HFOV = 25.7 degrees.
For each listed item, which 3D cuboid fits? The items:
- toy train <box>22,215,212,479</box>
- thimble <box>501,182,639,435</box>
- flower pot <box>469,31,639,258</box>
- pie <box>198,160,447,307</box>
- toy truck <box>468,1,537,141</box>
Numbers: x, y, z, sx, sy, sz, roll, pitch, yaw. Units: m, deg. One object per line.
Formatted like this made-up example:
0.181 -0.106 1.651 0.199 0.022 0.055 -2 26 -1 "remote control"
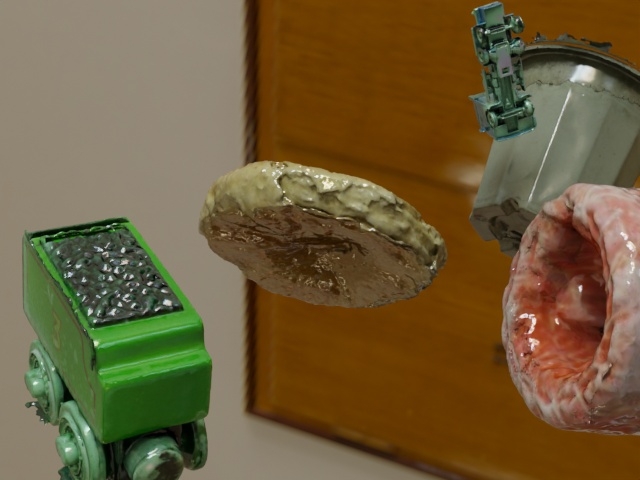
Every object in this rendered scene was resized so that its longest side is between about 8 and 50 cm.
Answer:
-0.182 0.102 1.233 0.132 0.243 0.188 -12 -52 -26 "toy train"
0.281 0.065 1.284 0.239 0.162 0.239 -173 90 -70 "thimble"
0.336 -0.110 1.981 0.259 0.290 0.290 -64 -20 -18 "flower pot"
0.000 0.000 1.807 0.339 0.339 0.083 67 -145 -63 "pie"
0.224 -0.220 1.807 0.081 0.067 0.175 -139 33 -64 "toy truck"
